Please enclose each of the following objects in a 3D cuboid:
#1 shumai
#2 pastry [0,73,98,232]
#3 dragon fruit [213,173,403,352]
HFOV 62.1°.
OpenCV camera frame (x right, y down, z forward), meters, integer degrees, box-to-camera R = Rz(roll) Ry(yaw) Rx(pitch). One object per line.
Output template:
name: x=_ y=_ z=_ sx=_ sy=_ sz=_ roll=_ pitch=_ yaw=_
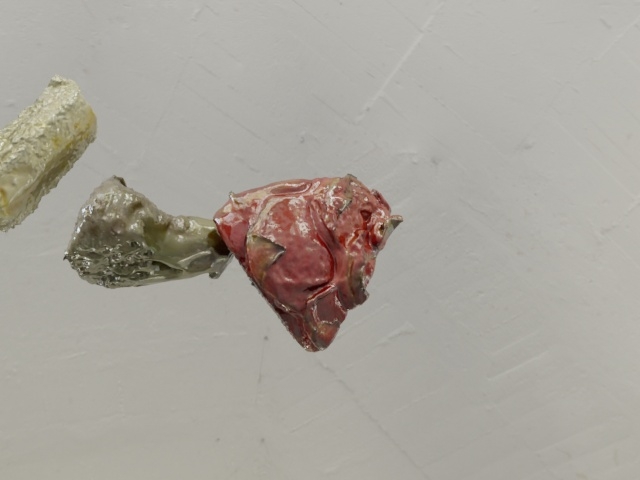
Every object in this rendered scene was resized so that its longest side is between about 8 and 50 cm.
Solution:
shumai: x=-0.337 y=0.025 z=1.101 sx=0.283 sy=0.346 sz=0.217 roll=25 pitch=-113 yaw=-4
pastry: x=-0.405 y=-0.128 z=0.756 sx=0.089 sy=0.258 sz=0.121 roll=26 pitch=-37 yaw=4
dragon fruit: x=0.003 y=0.005 z=1.012 sx=0.329 sy=0.228 sz=0.286 roll=-31 pitch=-54 yaw=2
